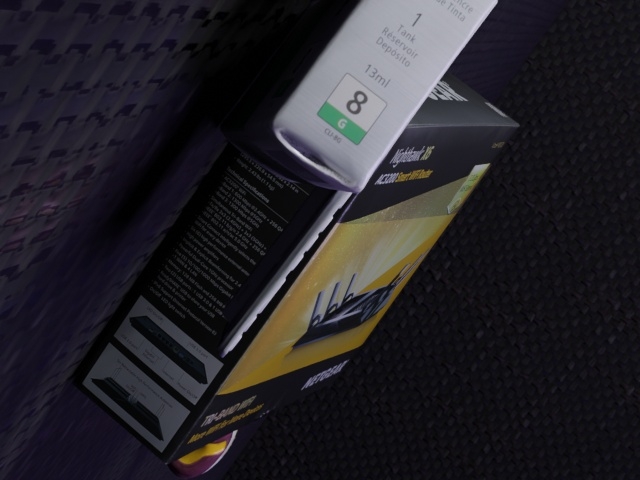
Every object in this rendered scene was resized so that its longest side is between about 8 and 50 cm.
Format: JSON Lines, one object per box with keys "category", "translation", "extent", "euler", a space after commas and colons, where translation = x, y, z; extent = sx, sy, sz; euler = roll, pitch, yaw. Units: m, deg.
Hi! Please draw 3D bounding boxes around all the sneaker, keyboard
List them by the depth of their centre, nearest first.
{"category": "keyboard", "translation": [0.031, -0.053, 0.686], "extent": [0.256, 0.014, 0.072], "euler": [-53, -170, 5]}
{"category": "sneaker", "translation": [-0.102, 0.145, 1.370], "extent": [0.185, 0.070, 0.084], "euler": [-61, 165, 11]}

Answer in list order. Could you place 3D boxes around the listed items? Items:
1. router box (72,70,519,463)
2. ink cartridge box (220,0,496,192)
{"category": "router box", "translation": [0.000, 0.000, 0.953], "extent": [0.243, 0.081, 0.309], "euler": [-55, 167, 15]}
{"category": "ink cartridge box", "translation": [0.046, -0.125, 0.676], "extent": [0.224, 0.056, 0.181], "euler": [-56, -170, -3]}
